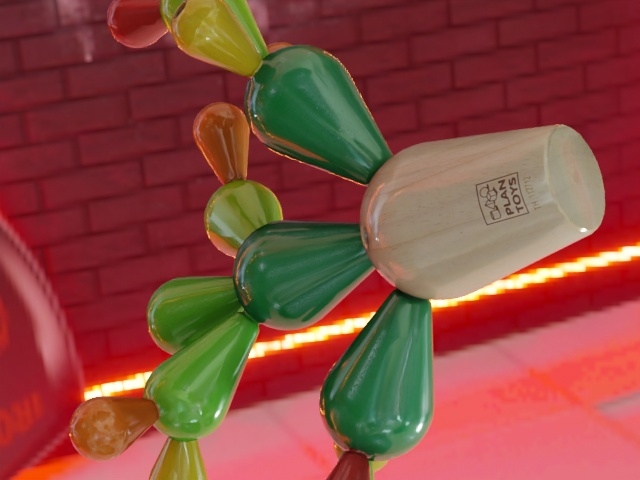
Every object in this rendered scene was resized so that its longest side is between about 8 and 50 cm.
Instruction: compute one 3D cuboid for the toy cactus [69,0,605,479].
[{"bbox_3d":[0.000,0.000,0.503,0.181,0.219,0.112,-19,163,37],"label":"toy cactus"}]
